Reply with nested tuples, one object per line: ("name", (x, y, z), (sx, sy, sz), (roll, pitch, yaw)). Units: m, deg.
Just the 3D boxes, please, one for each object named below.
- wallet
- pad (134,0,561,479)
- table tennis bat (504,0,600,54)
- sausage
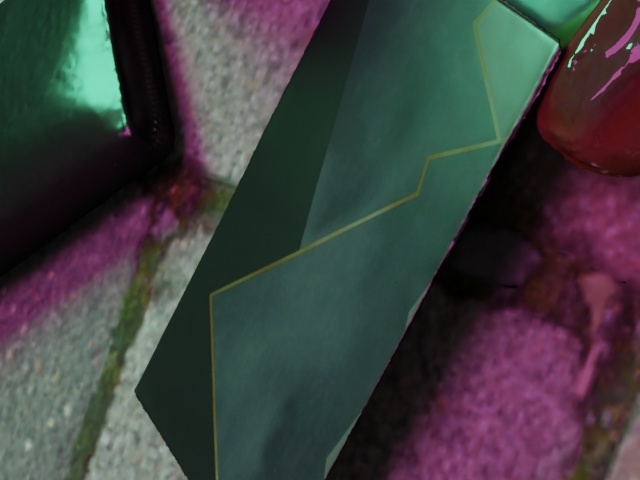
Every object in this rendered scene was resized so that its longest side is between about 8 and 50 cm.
("wallet", (-0.175, -0.044, 0.917), (0.250, 0.044, 0.149), (-32, 54, 31))
("pad", (0.000, 0.000, 0.735), (0.243, 0.004, 0.163), (-62, 33, 13))
("table tennis bat", (0.118, -0.161, 0.695), (0.257, 0.039, 0.160), (-24, 64, 38))
("sausage", (0.119, -0.063, 0.649), (0.094, 0.054, 0.059), (-50, 50, 19))
